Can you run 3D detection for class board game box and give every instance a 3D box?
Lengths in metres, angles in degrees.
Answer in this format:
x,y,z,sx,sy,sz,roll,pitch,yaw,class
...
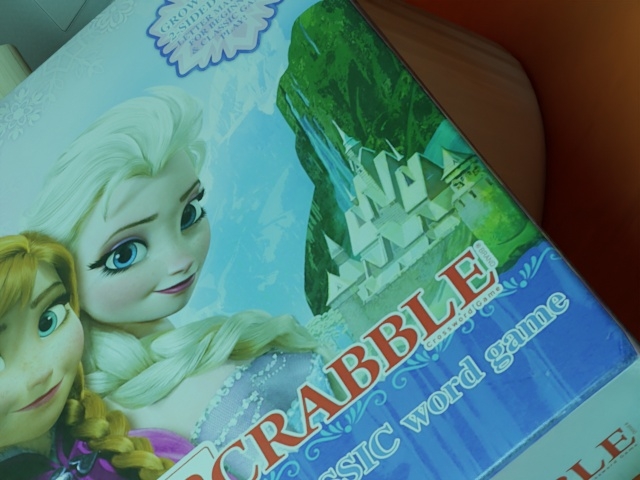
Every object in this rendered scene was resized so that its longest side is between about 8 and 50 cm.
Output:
x,y,z,sx,sy,sz,roll,pitch,yaw,class
-0.068,0.053,0.747,0.319,0.066,0.318,-41,48,6,board game box

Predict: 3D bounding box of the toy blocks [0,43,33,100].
x,y,z,sx,sy,sz,roll,pitch,yaw,class
-0.272,0.075,1.146,0.309,0.288,0.260,-42,76,31,toy blocks

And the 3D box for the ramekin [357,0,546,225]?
x,y,z,sx,sy,sz,roll,pitch,yaw,class
0.000,0.000,0.959,0.277,0.135,0.277,-164,90,-70,ramekin

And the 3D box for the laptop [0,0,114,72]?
x,y,z,sx,sy,sz,roll,pitch,yaw,class
-0.152,-0.022,1.271,0.236,0.408,0.382,-45,3,-32,laptop
